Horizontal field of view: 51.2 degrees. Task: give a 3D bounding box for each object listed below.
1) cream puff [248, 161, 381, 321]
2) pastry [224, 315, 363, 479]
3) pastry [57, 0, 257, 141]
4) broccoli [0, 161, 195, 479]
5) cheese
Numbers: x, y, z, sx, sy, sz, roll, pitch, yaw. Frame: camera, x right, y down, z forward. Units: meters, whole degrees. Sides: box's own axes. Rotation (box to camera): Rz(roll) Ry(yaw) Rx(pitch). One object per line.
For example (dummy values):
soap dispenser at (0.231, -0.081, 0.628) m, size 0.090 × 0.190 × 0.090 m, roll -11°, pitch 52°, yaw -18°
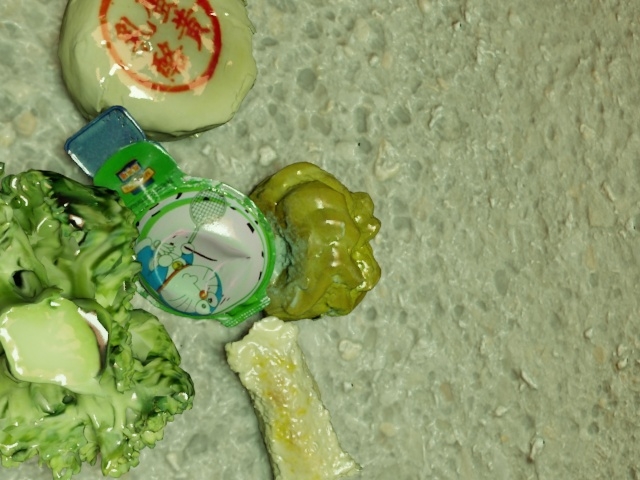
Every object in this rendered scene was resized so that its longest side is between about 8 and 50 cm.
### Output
cream puff at (0.004, -0.001, 0.924) m, size 0.194 × 0.194 × 0.221 m, roll -13°, pitch 95°, yaw -27°
pastry at (-0.048, 0.229, 0.917) m, size 0.121 × 0.089 × 0.259 m, roll -26°, pitch 96°, yaw -23°
pastry at (-0.205, -0.249, 0.867) m, size 0.264 × 0.133 × 0.265 m, roll 3°, pitch 85°, yaw -30°
broccoli at (-0.304, 0.086, 0.710) m, size 0.277 × 0.317 × 0.338 m, roll -19°, pitch 69°, yaw -19°
cheese at (-0.184, -0.018, 0.842) m, size 0.204 × 0.083 × 0.320 m, roll -32°, pitch 112°, yaw 13°
